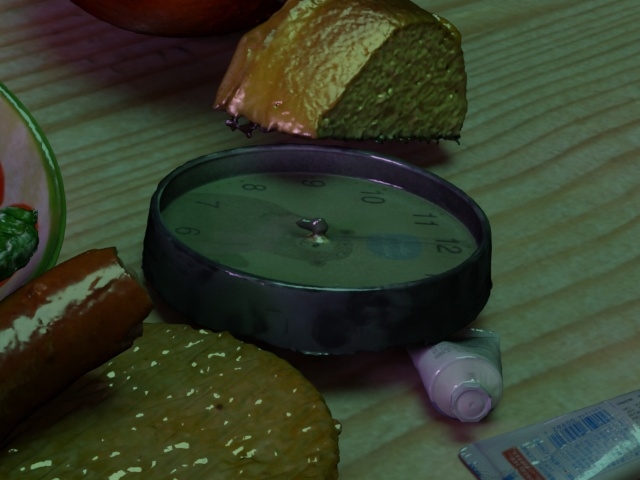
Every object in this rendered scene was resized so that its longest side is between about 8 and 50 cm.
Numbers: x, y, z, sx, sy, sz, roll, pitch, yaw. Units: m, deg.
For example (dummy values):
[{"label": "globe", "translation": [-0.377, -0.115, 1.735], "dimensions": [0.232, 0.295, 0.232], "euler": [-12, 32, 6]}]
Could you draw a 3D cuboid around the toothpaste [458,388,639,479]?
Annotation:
[{"label": "toothpaste", "translation": [0.221, 0.142, 1.432], "dimensions": [0.234, 0.057, 0.089], "euler": [-15, 39, -25]}]

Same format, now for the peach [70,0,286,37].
[{"label": "peach", "translation": [-0.103, -0.349, 1.819], "dimensions": [0.339, 0.353, 0.416], "euler": [35, 17, -8]}]

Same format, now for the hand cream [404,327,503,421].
[{"label": "hand cream", "translation": [0.103, 0.095, 1.478], "dimensions": [0.084, 0.053, 0.142], "euler": [7, 17, -7]}]

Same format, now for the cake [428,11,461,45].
[{"label": "cake", "translation": [0.094, -0.187, 1.900], "dimensions": [0.084, 0.044, 0.084], "euler": [8, 34, -6]}]

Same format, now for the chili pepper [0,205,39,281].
[{"label": "chili pepper", "translation": [-0.256, 0.027, 1.297], "dimensions": [0.088, 0.059, 0.227], "euler": [28, 37, 15]}]

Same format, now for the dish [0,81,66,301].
[{"label": "dish", "translation": [-0.354, -0.017, 1.412], "dimensions": [0.324, 0.124, 0.324], "euler": [17, 45, -17]}]

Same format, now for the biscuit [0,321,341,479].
[{"label": "biscuit", "translation": [-0.110, 0.138, 1.343], "dimensions": [0.254, 0.035, 0.254], "euler": [5, 34, -3]}]

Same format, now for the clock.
[{"label": "clock", "translation": [0.000, 0.000, 1.540], "dimensions": [0.281, 0.055, 0.280], "euler": [5, 25, -2]}]

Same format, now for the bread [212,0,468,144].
[{"label": "bread", "translation": [0.032, -0.155, 1.696], "dimensions": [0.129, 0.134, 0.260], "euler": [22, 19, 36]}]

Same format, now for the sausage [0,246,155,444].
[{"label": "sausage", "translation": [-0.226, 0.113, 1.263], "dimensions": [0.103, 0.076, 0.302], "euler": [14, 46, 35]}]
